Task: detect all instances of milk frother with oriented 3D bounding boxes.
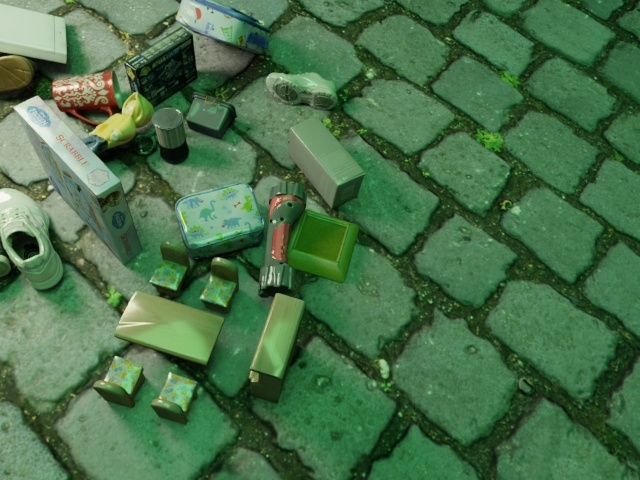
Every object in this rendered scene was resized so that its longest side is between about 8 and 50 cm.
[{"bbox_3d":[-0.455,-0.298,1.538,0.143,0.135,0.129,-24,60,-20],"label":"milk frother"}]

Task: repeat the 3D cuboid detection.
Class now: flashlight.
[{"bbox_3d":[-0.092,-0.004,1.403,0.103,0.103,0.304,9,58,-13],"label":"flashlight"}]

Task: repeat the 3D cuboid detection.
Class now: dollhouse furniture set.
[{"bbox_3d":[-0.253,0.204,1.216,0.393,0.256,0.362,17,60,2],"label":"dollhouse furniture set"}]

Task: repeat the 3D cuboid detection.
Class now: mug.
[{"bbox_3d":[-0.676,-0.416,1.592,0.169,0.113,0.150,-8,61,-8],"label":"mug"}]

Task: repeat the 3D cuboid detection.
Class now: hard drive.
[{"bbox_3d":[-0.945,-0.631,1.617,0.352,0.047,0.233,3,45,-29],"label":"hard drive"}]

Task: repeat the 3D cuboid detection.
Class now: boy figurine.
[{"bbox_3d":[-0.583,-0.305,1.524,0.285,0.092,0.177,-43,35,-18],"label":"boy figurine"}]

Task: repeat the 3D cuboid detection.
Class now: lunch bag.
[{"bbox_3d":[-0.287,-0.668,1.703,0.243,0.115,0.303,23,18,8],"label":"lunch bag"},{"bbox_3d":[-0.265,-0.056,1.455,0.218,0.090,0.176,-17,66,-16],"label":"lunch bag"}]

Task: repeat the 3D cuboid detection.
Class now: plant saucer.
[{"bbox_3d":[0.000,0.000,1.485,0.188,0.045,0.188,17,60,2],"label":"plant saucer"}]

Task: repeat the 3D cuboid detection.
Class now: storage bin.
[{"bbox_3d":[-0.330,-0.368,1.625,0.135,0.098,0.091,18,71,3],"label":"storage bin"}]

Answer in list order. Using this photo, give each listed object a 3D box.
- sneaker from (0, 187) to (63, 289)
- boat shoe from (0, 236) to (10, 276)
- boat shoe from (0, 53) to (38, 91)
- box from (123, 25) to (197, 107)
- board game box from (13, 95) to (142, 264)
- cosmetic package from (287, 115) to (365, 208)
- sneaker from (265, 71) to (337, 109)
[{"bbox_3d":[-0.727,-0.031,1.345,0.114,0.152,0.305,-31,68,-20],"label":"sneaker"},{"bbox_3d":[-0.924,0.047,1.289,0.339,0.127,0.113,-12,62,-16],"label":"boat shoe"},{"bbox_3d":[-1.002,-0.487,1.599,0.341,0.123,0.123,-11,32,-2],"label":"boat shoe"},{"bbox_3d":[-0.467,-0.506,1.631,0.051,0.175,0.220,38,64,14],"label":"box"},{"bbox_3d":[-0.575,-0.134,1.327,0.318,0.319,0.066,43,63,15],"label":"board game box"},{"bbox_3d":[0.010,-0.224,1.566,0.107,0.127,0.238,-27,70,-20],"label":"cosmetic package"},{"bbox_3d":[-0.057,-0.490,1.738,0.232,0.090,0.115,14,53,-10],"label":"sneaker"}]
